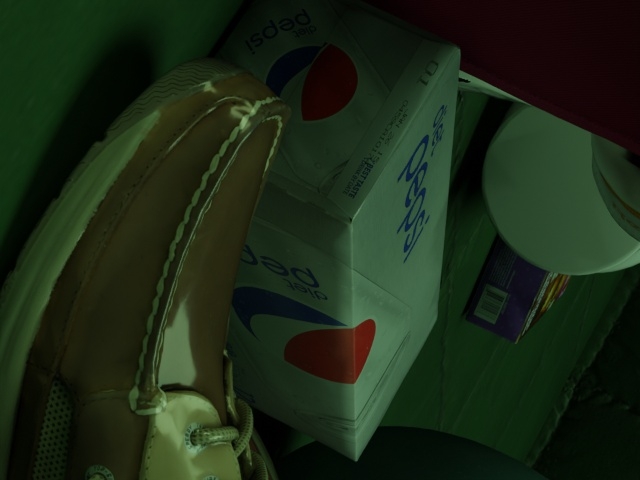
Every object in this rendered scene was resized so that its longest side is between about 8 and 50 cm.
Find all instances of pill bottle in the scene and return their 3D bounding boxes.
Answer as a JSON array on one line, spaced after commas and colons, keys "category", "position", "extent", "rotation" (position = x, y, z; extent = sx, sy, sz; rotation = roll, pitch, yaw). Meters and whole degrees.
[{"category": "pill bottle", "position": [0.223, -0.063, 1.499], "extent": [0.160, 0.160, 0.283], "rotation": [-68, 166, 17]}]

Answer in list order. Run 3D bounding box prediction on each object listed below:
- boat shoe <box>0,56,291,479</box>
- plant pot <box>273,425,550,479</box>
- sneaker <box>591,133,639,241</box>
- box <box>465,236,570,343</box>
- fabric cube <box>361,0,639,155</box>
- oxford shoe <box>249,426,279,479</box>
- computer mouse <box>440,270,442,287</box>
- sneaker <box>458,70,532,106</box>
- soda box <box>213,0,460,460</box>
[{"category": "boat shoe", "position": [-0.071, 0.089, 0.732], "extent": [0.324, 0.116, 0.123], "rotation": [-68, 167, 18]}, {"category": "plant pot", "position": [0.038, 0.228, 1.188], "extent": [0.195, 0.290, 0.290], "rotation": [-120, -132, -60]}, {"category": "sneaker", "position": [0.213, -0.144, 0.891], "extent": [0.127, 0.126, 0.321], "rotation": [-2, 107, -74]}, {"category": "box", "position": [0.236, -0.065, 1.770], "extent": [0.293, 0.057, 0.201], "rotation": [-68, 167, 19]}, {"category": "fabric cube", "position": [0.148, -0.203, 0.724], "extent": [0.259, 0.254, 0.258], "rotation": [-60, 166, -17]}, {"category": "oxford shoe", "position": [-0.102, 0.204, 0.917], "extent": [0.123, 0.130, 0.348], "rotation": [65, 24, -22]}, {"category": "computer mouse", "position": [0.056, 0.052, 1.332], "extent": [0.071, 0.041, 0.242], "rotation": [-68, 167, 15]}, {"category": "sneaker", "position": [0.116, -0.188, 0.976], "extent": [0.323, 0.130, 0.236], "rotation": [-6, 108, -65]}, {"category": "soda box", "position": [0.000, 0.000, 0.897], "extent": [0.098, 0.091, 0.286], "rotation": [-58, 166, -22]}]
